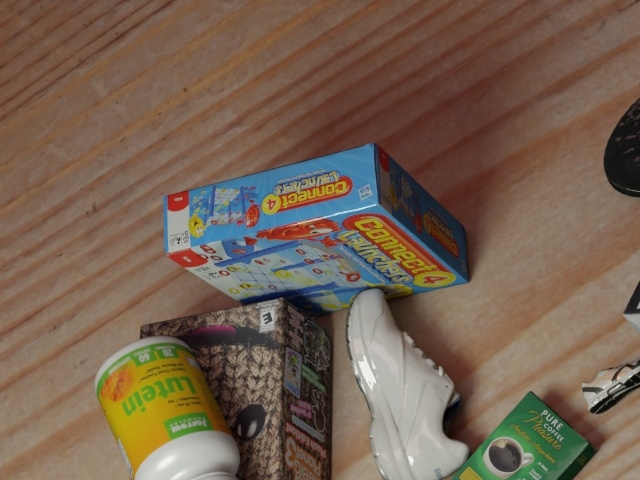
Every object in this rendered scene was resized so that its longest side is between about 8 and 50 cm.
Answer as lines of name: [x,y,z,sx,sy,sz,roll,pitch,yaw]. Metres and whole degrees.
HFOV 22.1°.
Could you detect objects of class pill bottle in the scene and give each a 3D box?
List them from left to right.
pill bottle: [-0.183,0.252,2.059,0.136,0.136,0.245,-37,54,9]

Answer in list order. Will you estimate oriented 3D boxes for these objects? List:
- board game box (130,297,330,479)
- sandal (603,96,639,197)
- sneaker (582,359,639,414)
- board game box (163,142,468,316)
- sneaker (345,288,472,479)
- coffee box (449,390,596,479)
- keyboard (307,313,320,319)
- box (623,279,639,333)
board game box: [-0.119,0.251,2.198,0.232,0.141,0.291,-13,61,25]
sandal: [0.552,-0.194,2.058,0.446,0.107,0.167,-24,55,19]
sneaker: [0.369,0.168,2.018,0.109,0.040,0.043,-34,50,11]
board game box: [0.000,0.000,2.152,0.302,0.308,0.086,-13,65,23]
sneaker: [0.113,0.191,2.137,0.129,0.111,0.297,-19,62,7]
coffee box: [0.242,0.290,2.028,0.184,0.040,0.113,-49,51,0]
keyboard: [-0.060,0.110,2.327,0.256,0.014,0.072,-36,52,10]
box: [0.503,0.066,1.866,0.247,0.142,0.163,-6,46,52]
